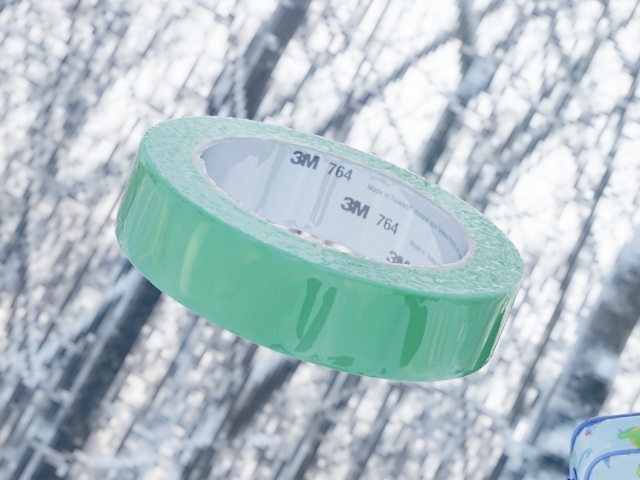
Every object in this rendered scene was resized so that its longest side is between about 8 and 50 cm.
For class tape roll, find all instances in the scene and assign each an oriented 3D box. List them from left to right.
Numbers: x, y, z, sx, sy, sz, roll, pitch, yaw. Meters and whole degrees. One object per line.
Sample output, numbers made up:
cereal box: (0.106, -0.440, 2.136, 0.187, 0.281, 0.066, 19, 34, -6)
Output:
tape roll: (0.000, 0.000, 1.447, 0.321, 0.077, 0.321, 19, 19, -7)

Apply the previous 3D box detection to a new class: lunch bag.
lunch bag: (0.329, 0.272, 1.800, 0.176, 0.219, 0.090, -7, 25, -2)
